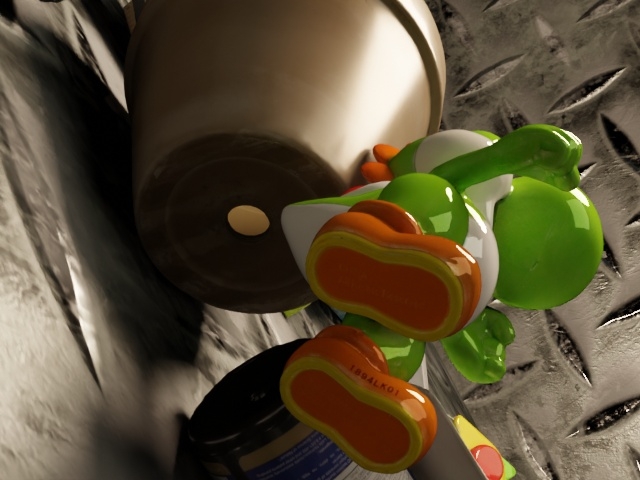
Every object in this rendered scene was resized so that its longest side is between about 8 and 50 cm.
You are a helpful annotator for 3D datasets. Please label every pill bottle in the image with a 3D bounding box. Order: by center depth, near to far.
[{"bbox_3d":[0.008,0.191,0.743,0.219,0.123,0.123,59,7,-16],"label":"pill bottle"}]

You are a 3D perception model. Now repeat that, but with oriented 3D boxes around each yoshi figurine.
[{"bbox_3d":[0.118,0.015,0.737,0.203,0.204,0.362,63,29,-11],"label":"yoshi figurine"}]

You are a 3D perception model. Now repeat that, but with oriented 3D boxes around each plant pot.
[{"bbox_3d":[-0.045,-0.090,0.941,0.323,0.323,0.280,56,23,-29],"label":"plant pot"}]

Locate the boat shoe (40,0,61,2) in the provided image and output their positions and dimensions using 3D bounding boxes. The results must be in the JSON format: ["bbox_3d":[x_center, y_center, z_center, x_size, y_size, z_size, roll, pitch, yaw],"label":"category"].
[{"bbox_3d":[-0.303,-0.305,0.800,0.099,0.116,0.319,9,-23,39],"label":"boat shoe"}]

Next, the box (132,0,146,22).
[{"bbox_3d":[-0.145,-0.263,1.245,0.183,0.059,0.232,-7,86,-58],"label":"box"}]

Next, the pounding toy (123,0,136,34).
[{"bbox_3d":[-0.188,-0.291,1.391,0.141,0.130,0.100,42,18,-42],"label":"pounding toy"}]

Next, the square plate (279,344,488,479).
[{"bbox_3d":[0.092,0.261,0.933,0.344,0.049,0.347,58,-18,-12],"label":"square plate"}]

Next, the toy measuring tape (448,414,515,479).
[{"bbox_3d":[0.208,0.352,1.723,0.330,0.121,0.121,43,9,-7],"label":"toy measuring tape"}]

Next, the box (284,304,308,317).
[{"bbox_3d":[-0.046,0.034,1.358,0.109,0.042,0.178,60,7,-3],"label":"box"}]

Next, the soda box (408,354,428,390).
[{"bbox_3d":[0.100,0.201,1.256,0.074,0.069,0.216,-69,153,-71],"label":"soda box"}]

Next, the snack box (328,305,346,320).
[{"bbox_3d":[0.000,0.000,1.651,0.322,0.060,0.187,50,22,-57],"label":"snack box"}]
